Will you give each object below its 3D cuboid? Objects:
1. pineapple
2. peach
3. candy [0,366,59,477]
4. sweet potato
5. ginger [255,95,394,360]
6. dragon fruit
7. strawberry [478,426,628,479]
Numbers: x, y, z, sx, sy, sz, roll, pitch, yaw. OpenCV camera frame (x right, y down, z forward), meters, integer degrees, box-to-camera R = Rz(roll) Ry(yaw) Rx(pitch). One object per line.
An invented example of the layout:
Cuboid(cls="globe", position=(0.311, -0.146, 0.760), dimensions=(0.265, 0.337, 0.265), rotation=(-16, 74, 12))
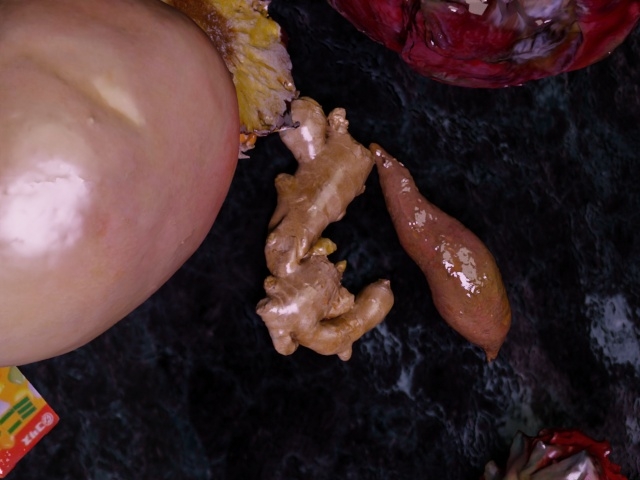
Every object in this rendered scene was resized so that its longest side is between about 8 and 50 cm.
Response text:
Cuboid(cls="pineapple", position=(-0.103, -0.153, 1.295), dimensions=(0.221, 0.047, 0.221), rotation=(28, 48, -36))
Cuboid(cls="peach", position=(-0.189, -0.046, 1.091), dimensions=(0.292, 0.292, 0.248), rotation=(-7, 83, -34))
Cuboid(cls="candy", position=(-0.248, 0.104, 1.214), dimensions=(0.062, 0.038, 0.122), rotation=(-47, 111, -27))
Cuboid(cls="sweet potato", position=(0.108, 0.011, 1.443), dimensions=(0.068, 0.068, 0.226), rotation=(-40, 107, -29))
Cuboid(cls="ginger", position=(0.000, 0.000, 1.379), dimensions=(0.193, 0.052, 0.176), rotation=(52, 56, -21))
Cuboid(cls="dragon fruit", position=(0.134, -0.274, 1.331), dimensions=(0.329, 0.329, 0.329), rotation=(3, 85, -33))
Cuboid(cls="strawberry", position=(0.191, 0.263, 1.417), dimensions=(0.201, 0.184, 0.187), rotation=(49, 49, -28))
